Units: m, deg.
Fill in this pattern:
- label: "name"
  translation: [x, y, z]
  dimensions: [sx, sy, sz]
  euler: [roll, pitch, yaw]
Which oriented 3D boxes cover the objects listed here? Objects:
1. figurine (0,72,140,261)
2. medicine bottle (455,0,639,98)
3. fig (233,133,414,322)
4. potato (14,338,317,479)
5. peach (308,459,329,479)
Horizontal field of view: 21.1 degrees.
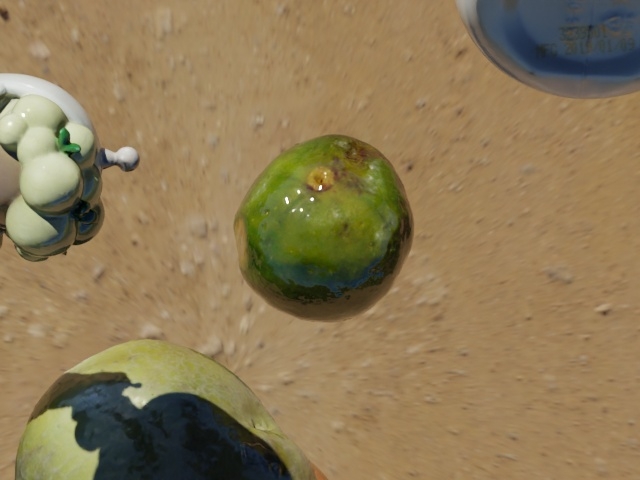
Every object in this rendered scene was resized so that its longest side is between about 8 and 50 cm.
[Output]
- label: "figurine"
  translation: [-0.201, -0.052, 0.947]
  dimensions: [0.197, 0.093, 0.147]
  euler: [14, 129, 14]
- label: "medicine bottle"
  translation: [0.133, -0.192, 0.858]
  dimensions: [0.131, 0.131, 0.250]
  euler: [9, 45, -2]
- label: "fig"
  translation: [0.000, 0.000, 1.814]
  dimensions: [0.195, 0.245, 0.195]
  euler: [3, 67, -7]
- label: "potato"
  translation: [-0.091, 0.187, 1.165]
  dimensions: [0.174, 0.159, 0.251]
  euler: [-46, 78, 14]
- label: "peach"
  translation: [-0.091, 0.284, 1.400]
  dimensions: [0.252, 0.252, 0.252]
  euler: [0, 85, -3]
